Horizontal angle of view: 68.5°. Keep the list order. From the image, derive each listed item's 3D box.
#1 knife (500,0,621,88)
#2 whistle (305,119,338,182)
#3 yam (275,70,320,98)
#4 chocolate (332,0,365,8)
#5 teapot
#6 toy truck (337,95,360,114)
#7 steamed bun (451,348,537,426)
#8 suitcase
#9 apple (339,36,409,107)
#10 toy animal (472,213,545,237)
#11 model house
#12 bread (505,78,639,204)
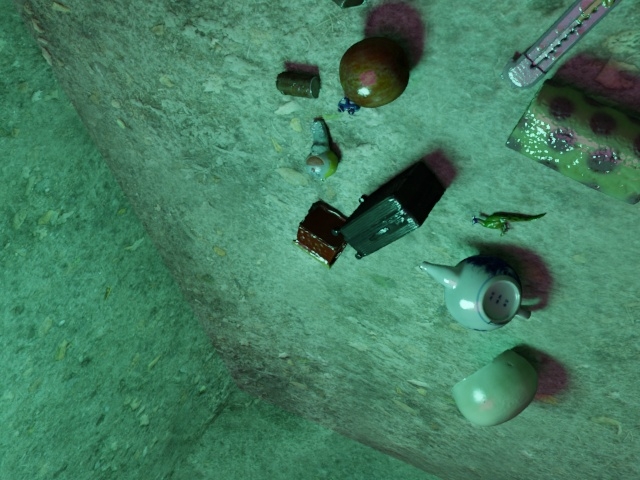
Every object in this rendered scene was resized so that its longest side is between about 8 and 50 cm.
[{"bbox_3d":[0.570,-0.482,1.051,0.132,0.038,0.399,44,143,1],"label":"knife"},{"bbox_3d":[-0.004,-0.310,1.665,0.122,0.122,0.223,10,119,34],"label":"whistle"},{"bbox_3d":[-0.072,-0.512,1.548,0.141,0.079,0.079,16,136,28],"label":"yam"},{"bbox_3d":[0.106,-0.724,1.151,0.112,0.112,0.321,41,143,3],"label":"chocolate"},{"bbox_3d":[0.531,0.170,1.590,0.423,0.253,0.280,25,-179,-16],"label":"teapot"},{"bbox_3d":[0.093,-0.450,1.488,0.073,0.056,0.090,18,124,21],"label":"toy truck"},{"bbox_3d":[0.669,0.571,1.780,0.206,0.324,0.324,57,149,24],"label":"steamed bun"},{"bbox_3d":[0.224,-0.099,1.571,0.152,0.230,0.335,46,143,-8],"label":"suitcase"},{"bbox_3d":[0.152,-0.466,1.305,0.173,0.188,0.188,-7,123,34],"label":"apple"},{"bbox_3d":[0.587,-0.049,1.468,0.216,0.041,0.075,1,126,35],"label":"toy animal"},{"bbox_3d":[0.000,0.000,1.926,0.195,0.160,0.254,33,144,8],"label":"model house"},{"bbox_3d":[0.644,-0.235,1.136,0.338,0.155,0.187,30,146,14],"label":"bread"}]
